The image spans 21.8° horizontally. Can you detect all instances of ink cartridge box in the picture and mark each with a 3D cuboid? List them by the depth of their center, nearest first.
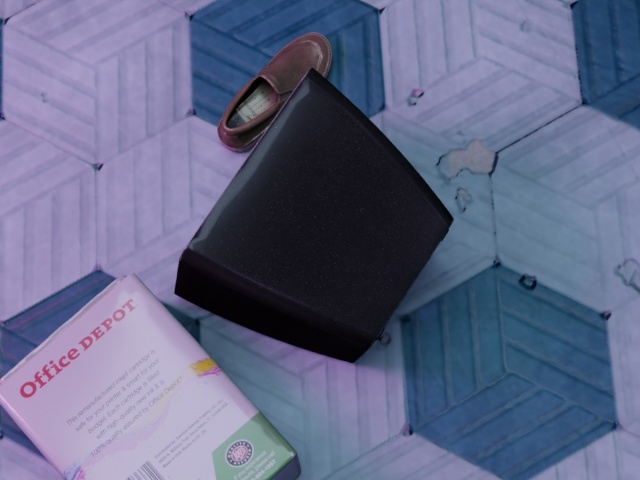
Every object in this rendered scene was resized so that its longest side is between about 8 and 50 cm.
[{"bbox_3d":[-0.142,0.157,1.372,0.154,0.093,0.212,-41,75,-10],"label":"ink cartridge box"}]

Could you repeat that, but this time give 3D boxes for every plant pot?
[{"bbox_3d":[0.000,0.000,1.374,0.167,0.187,0.188,34,77,2],"label":"plant pot"}]

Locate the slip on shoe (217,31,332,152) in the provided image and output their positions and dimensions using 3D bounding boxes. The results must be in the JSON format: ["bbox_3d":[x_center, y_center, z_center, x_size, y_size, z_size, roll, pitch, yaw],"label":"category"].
[{"bbox_3d":[-0.041,-0.137,1.485,0.135,0.041,0.051,-43,74,-10],"label":"slip on shoe"}]
